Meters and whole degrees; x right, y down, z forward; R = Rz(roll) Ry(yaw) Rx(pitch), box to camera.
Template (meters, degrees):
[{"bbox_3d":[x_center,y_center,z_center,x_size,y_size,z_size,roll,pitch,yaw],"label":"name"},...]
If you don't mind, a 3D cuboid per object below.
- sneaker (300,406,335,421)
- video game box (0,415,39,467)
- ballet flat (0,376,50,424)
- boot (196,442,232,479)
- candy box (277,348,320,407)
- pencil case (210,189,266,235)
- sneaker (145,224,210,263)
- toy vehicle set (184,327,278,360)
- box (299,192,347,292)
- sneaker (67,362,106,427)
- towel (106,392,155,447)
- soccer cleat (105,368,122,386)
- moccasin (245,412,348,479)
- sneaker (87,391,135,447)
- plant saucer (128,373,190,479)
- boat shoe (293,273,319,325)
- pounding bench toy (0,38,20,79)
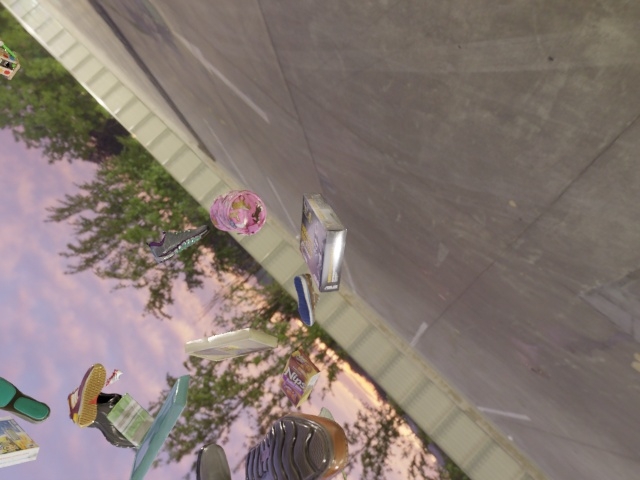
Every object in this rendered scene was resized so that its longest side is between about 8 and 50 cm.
[{"bbox_3d":[-0.082,0.628,1.397,0.110,0.291,0.118,108,145,-52],"label":"sneaker"},{"bbox_3d":[-0.957,0.584,1.257,0.205,0.048,0.187,16,-179,32],"label":"video game box"},{"bbox_3d":[-0.882,0.463,1.248,0.213,0.068,0.072,39,-141,-15],"label":"ballet flat"},{"bbox_3d":[-0.242,0.760,1.283,0.118,0.222,0.338,3,-116,-52],"label":"boot"},{"bbox_3d":[-0.077,0.476,1.502,0.109,0.053,0.187,43,129,28],"label":"candy box"},{"bbox_3d":[-0.344,-0.113,1.775,0.160,0.167,0.386,30,172,-23],"label":"pencil case"},{"bbox_3d":[-0.511,-0.013,1.578,0.098,0.223,0.083,58,154,-9],"label":"sneaker"},{"bbox_3d":[-0.299,0.355,1.472,0.166,0.266,0.035,40,-141,-53],"label":"toy vehicle set"},{"bbox_3d":[0.000,0.000,1.170,0.231,0.056,0.183,-119,29,-56],"label":"box"},{"bbox_3d":[-0.659,0.420,1.210,0.083,0.186,0.069,19,-177,24],"label":"sneaker"},{"bbox_3d":[-0.613,0.587,1.430,0.152,0.023,0.113,53,-159,-14],"label":"towel"},{"bbox_3d":[-0.781,0.522,1.648,0.035,0.083,0.029,34,-174,-32],"label":"soccer cleat"},{"bbox_3d":[-0.034,0.422,0.832,0.380,0.146,0.139,120,151,-45],"label":"moccasin"},{"bbox_3d":[-0.695,0.597,1.481,0.286,0.130,0.109,34,-175,-14],"label":"sneaker"},{"bbox_3d":[-0.248,0.293,0.666,0.018,0.192,0.067,24,-162,-20],"label":"plant saucer"},{"bbox_3d":[-0.037,0.202,1.502,0.066,0.066,0.183,6,109,50],"label":"boat shoe"},{"bbox_3d":[-0.770,-0.447,1.064,0.065,0.083,0.052,8,-130,-60],"label":"pounding bench toy"}]
